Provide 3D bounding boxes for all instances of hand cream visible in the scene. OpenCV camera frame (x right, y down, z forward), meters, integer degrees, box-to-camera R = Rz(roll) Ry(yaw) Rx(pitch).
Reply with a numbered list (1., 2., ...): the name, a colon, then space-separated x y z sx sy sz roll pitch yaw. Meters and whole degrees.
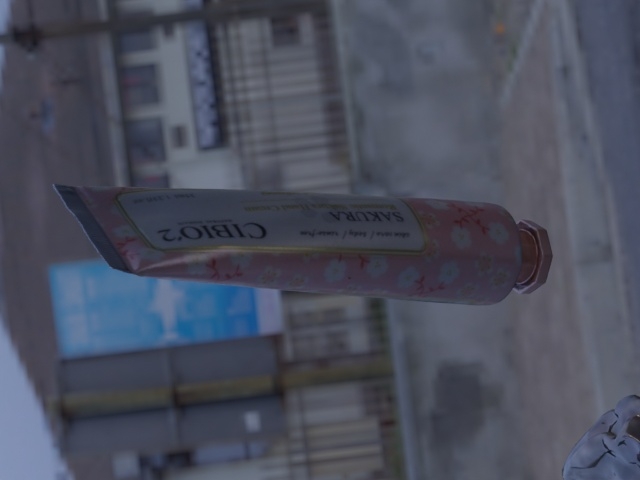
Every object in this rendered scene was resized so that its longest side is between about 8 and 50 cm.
1. hand cream: 0.000 0.000 0.764 0.067 0.209 0.043 50 128 49

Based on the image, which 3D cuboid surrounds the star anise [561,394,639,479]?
1. star anise: 0.290 0.133 1.226 0.117 0.331 0.332 54 -161 -37
